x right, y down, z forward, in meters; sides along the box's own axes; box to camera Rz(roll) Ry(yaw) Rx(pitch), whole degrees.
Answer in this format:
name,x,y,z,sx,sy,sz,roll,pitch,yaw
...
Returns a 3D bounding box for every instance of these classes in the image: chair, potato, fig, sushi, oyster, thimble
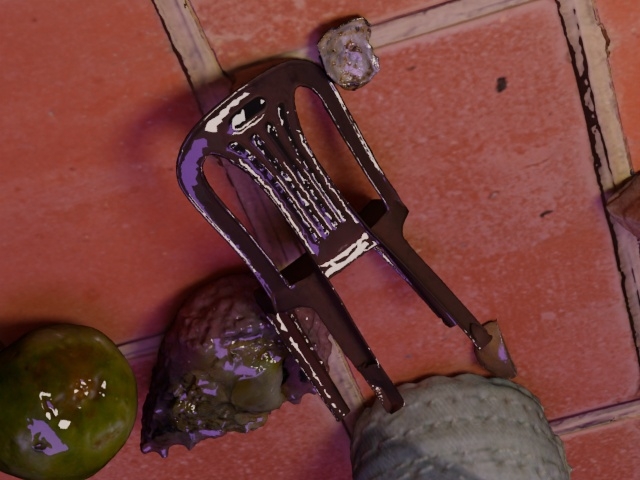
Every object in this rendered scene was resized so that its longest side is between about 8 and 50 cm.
name,x,y,z,sx,sy,sz,roll,pitch,yaw
chair,0.000,0.000,1.778,0.175,0.183,0.326,-37,96,-11
potato,0.189,0.130,2.041,0.037,0.036,0.093,-20,138,6
fig,-0.279,0.186,1.923,0.167,0.167,0.233,8,133,-19
sushi,-0.106,0.123,1.932,0.241,0.107,0.161,-20,133,12
oyster,0.025,-0.166,1.698,0.054,0.019,0.083,-16,132,-1
thimble,0.158,0.260,2.086,0.250,0.172,0.205,2,141,-9

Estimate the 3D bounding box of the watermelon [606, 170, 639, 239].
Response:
name,x,y,z,sx,sy,sz,roll,pitch,yaw
watermelon,0.462,0.005,1.850,0.292,0.283,0.250,-11,130,41
